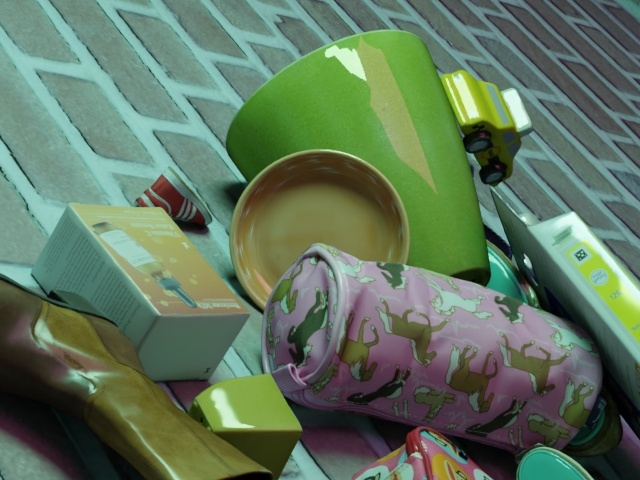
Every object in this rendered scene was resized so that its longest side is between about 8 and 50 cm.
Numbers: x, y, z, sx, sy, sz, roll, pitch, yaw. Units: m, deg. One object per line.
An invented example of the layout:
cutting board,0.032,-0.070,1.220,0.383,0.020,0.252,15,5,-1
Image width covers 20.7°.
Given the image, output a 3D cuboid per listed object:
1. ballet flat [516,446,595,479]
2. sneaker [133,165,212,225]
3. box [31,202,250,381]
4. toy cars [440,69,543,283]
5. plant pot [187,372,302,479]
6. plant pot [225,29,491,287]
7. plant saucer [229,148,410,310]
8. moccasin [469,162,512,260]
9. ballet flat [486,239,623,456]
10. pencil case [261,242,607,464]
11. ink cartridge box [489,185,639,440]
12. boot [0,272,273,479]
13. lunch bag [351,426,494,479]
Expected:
ballet flat,0.294,0.320,1.828,0.086,0.086,0.248,6,36,-45
sneaker,-0.168,-0.033,1.975,0.042,0.067,0.118,45,-3,31
box,-0.177,0.051,1.726,0.130,0.091,0.170,2,38,-50
toy cars,0.258,-0.060,2.225,0.176,0.087,0.394,-93,159,-67
plant pot,-0.081,0.178,1.623,0.083,0.081,0.081,3,36,-34
plant pot,0.073,-0.048,2.068,0.275,0.275,0.293,0,55,-51
plant saucer,0.000,0.000,1.938,0.200,0.200,0.037,36,-1,7
moccasin,0.115,-0.071,2.284,0.342,0.117,0.138,33,22,-6
ballet flat,0.251,0.131,2.103,0.342,0.116,0.124,50,9,33
pencil case,0.119,0.125,1.866,0.386,0.160,0.167,18,30,-32
ink cartridge box,0.326,0.097,2.005,0.307,0.072,0.303,57,-2,31
boot,-0.207,0.146,1.495,0.280,0.096,0.264,40,11,32
lunch bag,0.146,0.327,1.541,0.258,0.120,0.293,43,18,-25
